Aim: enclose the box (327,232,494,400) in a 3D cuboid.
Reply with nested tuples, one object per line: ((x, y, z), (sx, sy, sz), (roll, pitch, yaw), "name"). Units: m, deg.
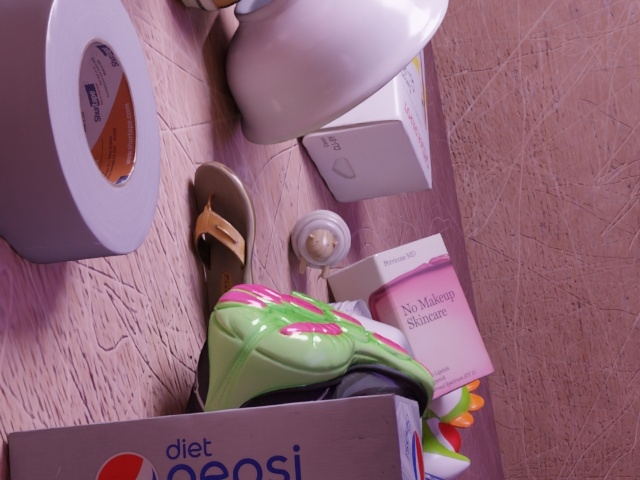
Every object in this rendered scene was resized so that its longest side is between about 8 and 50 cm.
((0.137, 0.126, 1.932), (0.149, 0.127, 0.232), (-18, 85, -39), "box")

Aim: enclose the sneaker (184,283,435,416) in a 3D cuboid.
((-0.023, 0.172, 1.385), (0.202, 0.185, 0.483), (-61, 154, 3), "sneaker")

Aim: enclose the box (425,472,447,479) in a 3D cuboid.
((0.162, 0.383, 1.771), (0.225, 0.136, 0.036), (-114, -133, -73), "box")

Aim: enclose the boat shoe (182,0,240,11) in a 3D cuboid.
((-0.068, -0.442, 1.528), (0.500, 0.156, 0.186), (-83, 159, -50), "boat shoe")

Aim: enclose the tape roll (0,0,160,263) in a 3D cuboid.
((-0.195, -0.094, 0.984), (0.219, 0.072, 0.219), (-6, 90, -77), "tape roll")

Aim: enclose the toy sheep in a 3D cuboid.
((0.000, 0.000, 1.757), (0.132, 0.091, 0.091), (-101, -179, -75), "toy sheep")

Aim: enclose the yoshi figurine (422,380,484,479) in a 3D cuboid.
((0.119, 0.297, 2.038), (0.203, 0.203, 0.362), (40, 42, -8), "yoshi figurine")

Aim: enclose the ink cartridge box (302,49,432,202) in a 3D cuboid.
((0.070, -0.289, 2.023), (0.279, 0.160, 0.384), (54, 32, -65), "ink cartridge box")

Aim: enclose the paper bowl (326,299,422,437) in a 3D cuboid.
((0.052, 0.222, 1.727), (0.284, 0.148, 0.284), (-7, 90, -78), "paper bowl")

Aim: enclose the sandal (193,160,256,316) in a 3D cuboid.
((-0.108, 0.006, 1.349), (0.049, 0.072, 0.180), (-7, 95, -56), "sandal")

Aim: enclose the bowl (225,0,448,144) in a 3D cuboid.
((-0.008, -0.258, 1.505), (0.134, 0.298, 0.298), (51, 27, -25), "bowl")

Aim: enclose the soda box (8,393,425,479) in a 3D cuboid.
((-0.072, 0.170, 0.903), (0.091, 0.286, 0.098), (36, 47, -72), "soda box")
